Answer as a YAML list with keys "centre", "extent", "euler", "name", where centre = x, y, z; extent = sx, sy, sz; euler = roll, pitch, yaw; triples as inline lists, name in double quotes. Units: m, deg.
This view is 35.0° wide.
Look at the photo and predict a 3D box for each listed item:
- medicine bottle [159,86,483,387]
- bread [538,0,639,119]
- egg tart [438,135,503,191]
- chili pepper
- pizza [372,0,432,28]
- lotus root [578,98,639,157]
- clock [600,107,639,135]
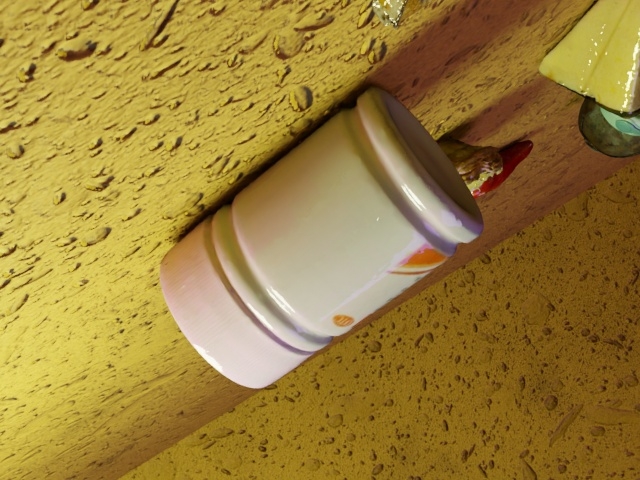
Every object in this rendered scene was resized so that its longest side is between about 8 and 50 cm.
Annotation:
- centre: [0.000, 0.000, 1.129]
  extent: [0.315, 0.202, 0.202]
  euler: [-37, 169, 17]
  name: "medicine bottle"
- centre: [0.423, -0.327, 1.376]
  extent: [0.167, 0.163, 0.264]
  euler: [-26, 136, -30]
  name: "bread"
- centre: [0.180, -0.090, 1.559]
  extent: [0.212, 0.090, 0.212]
  euler: [-30, 168, -7]
  name: "egg tart"
- centre: [0.311, -0.125, 1.881]
  extent: [0.272, 0.063, 0.071]
  euler: [-29, -179, -39]
  name: "chili pepper"
- centre: [0.098, -0.236, 0.810]
  extent: [0.178, 0.041, 0.131]
  euler: [-41, 170, 34]
  name: "pizza"
- centre: [0.577, -0.256, 1.837]
  extent: [0.152, 0.160, 0.275]
  euler: [-63, -174, -31]
  name: "lotus root"
- centre: [0.520, -0.236, 1.657]
  extent: [0.148, 0.189, 0.060]
  euler: [-29, 168, -15]
  name: "clock"
